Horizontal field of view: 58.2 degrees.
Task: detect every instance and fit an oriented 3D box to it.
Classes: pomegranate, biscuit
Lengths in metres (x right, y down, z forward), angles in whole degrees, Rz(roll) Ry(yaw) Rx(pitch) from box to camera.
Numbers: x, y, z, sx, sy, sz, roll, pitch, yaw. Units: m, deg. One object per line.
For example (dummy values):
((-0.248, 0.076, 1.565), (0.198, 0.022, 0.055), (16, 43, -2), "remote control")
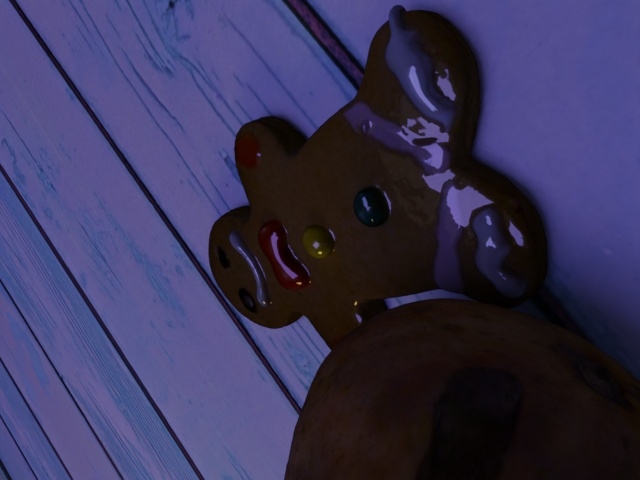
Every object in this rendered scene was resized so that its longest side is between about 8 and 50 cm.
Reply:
((0.107, 0.175, 0.399), (0.281, 0.281, 0.281), (21, 123, 36), "pomegranate")
((-0.001, 0.000, 0.569), (0.432, 0.064, 0.283), (-23, 93, 47), "biscuit")
